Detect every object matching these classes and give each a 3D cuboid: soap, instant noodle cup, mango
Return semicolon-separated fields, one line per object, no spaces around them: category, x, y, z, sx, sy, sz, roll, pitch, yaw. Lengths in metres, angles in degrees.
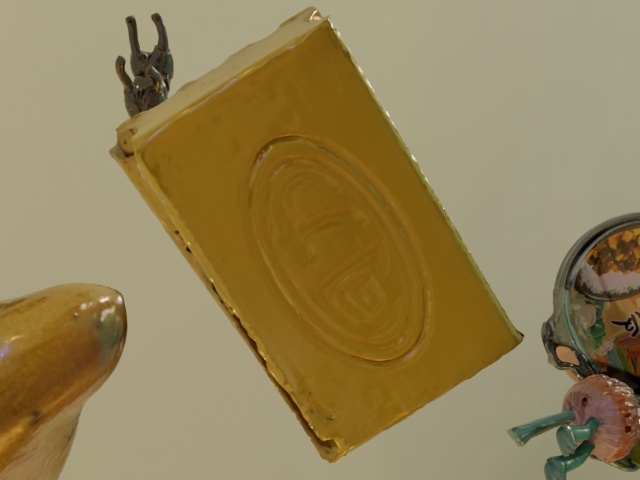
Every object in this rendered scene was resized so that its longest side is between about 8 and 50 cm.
soap;0.000;0.001;1.573;0.204;0.096;0.324;-34;-74;-2
instant noodle cup;0.282;0.075;1.767;0.125;0.208;0.177;119;143;-72
mango;-0.223;0.114;1.220;0.177;0.120;0.295;-31;-17;-42

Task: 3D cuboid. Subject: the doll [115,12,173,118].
doll;-0.212;-0.182;2.457;0.139;0.057;0.165;-86;-11;-52

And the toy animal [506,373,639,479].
toy animal;0.252;0.165;1.621;0.208;0.100;0.103;0;-33;-34
